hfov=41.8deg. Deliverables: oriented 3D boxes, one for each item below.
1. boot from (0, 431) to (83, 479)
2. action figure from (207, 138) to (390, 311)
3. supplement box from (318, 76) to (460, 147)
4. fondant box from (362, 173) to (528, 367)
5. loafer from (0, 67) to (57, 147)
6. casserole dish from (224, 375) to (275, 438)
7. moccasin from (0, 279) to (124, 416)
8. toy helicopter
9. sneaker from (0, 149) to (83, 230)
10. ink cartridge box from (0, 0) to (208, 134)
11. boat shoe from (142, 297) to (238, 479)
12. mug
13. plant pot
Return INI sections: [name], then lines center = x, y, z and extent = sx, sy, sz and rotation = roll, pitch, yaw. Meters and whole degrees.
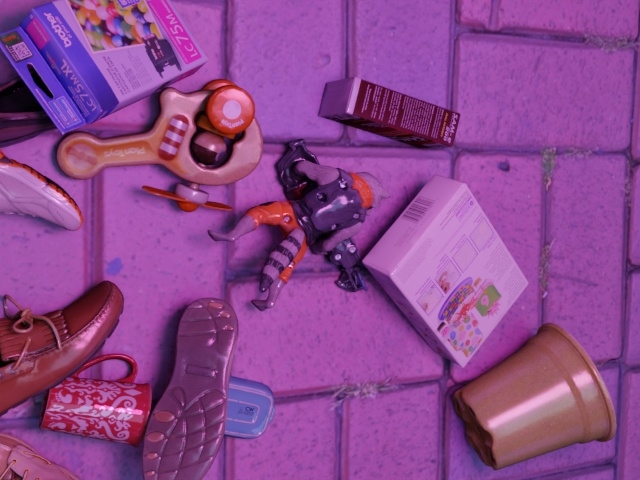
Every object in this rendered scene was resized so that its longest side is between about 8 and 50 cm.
[boot]
center = -0.477, 0.407, 1.359
extent = 0.262, 0.203, 0.095
rotation = 39, 78, -25
[action figure]
center = 0.000, 0.000, 1.558
extent = 0.330, 0.179, 0.341
rotation = -39, 113, -15
[supplement box]
center = 0.133, -0.243, 1.619
extent = 0.240, 0.130, 0.073
rotation = 13, 89, -25
[fondant box]
center = 0.260, 0.066, 1.687
extent = 0.238, 0.096, 0.330
rotation = -49, 126, -13
[loafer]
center = -0.417, -0.237, 1.340
extent = 0.303, 0.095, 0.109
rotation = -34, 91, -35
[casserole dish]
center = -0.166, 0.319, 1.590
extent = 0.189, 0.037, 0.114
rotation = 18, 88, -26
[moccasin]
center = -0.499, 0.178, 1.374
extent = 0.380, 0.139, 0.146
rotation = -31, 116, -9
[toy helicopter]
center = -0.275, -0.147, 1.462
extent = 0.355, 0.140, 0.234
rotation = -8, 108, -13
[sneaker]
center = -0.517, -0.075, 1.362
extent = 0.262, 0.099, 0.121
rotation = 34, 88, -16
[ink cartridge box]
center = -0.340, -0.309, 1.343
extent = 0.311, 0.065, 0.185
rotation = -39, 100, -43
[boat shoe]
center = -0.217, 0.282, 1.481
extent = 0.133, 0.130, 0.355
rotation = 15, 74, 1
[mug]
center = -0.393, 0.279, 1.459
extent = 0.169, 0.150, 0.113
rotation = 12, 127, -21
[plant pot]
center = 0.431, 0.349, 1.769
extent = 0.254, 0.276, 0.276
rotation = -23, 105, -9
